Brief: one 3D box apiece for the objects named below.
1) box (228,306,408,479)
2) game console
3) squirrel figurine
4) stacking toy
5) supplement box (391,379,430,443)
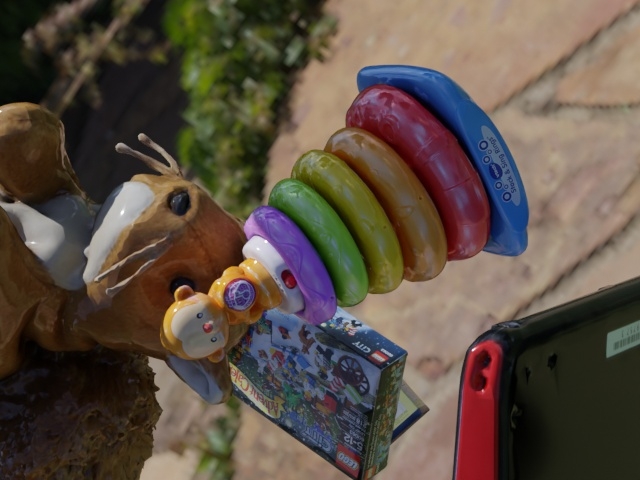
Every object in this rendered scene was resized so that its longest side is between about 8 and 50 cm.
[{"bbox_3d":[-0.021,0.126,1.811,0.233,0.044,0.159,32,132,29],"label":"box"},{"bbox_3d":[0.197,0.196,1.240,0.060,0.386,0.342,7,102,34],"label":"game console"},{"bbox_3d":[-0.233,0.058,1.511,0.281,0.370,0.397,-84,-3,-47],"label":"squirrel figurine"},{"bbox_3d":[0.000,0.000,1.390,0.302,0.175,0.166,-33,20,-18],"label":"stacking toy"},{"bbox_3d":[0.064,0.191,2.010,0.083,0.083,0.056,-42,-9,9],"label":"supplement box"}]
